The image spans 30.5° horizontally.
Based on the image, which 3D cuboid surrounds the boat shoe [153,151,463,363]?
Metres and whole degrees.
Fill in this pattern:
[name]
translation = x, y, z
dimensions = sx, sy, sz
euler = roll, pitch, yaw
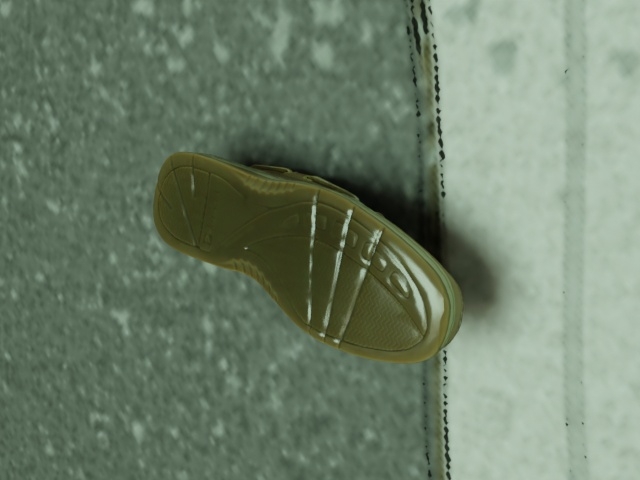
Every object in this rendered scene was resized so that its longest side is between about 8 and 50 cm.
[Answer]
[boat shoe]
translation = 0.000, 0.000, 0.405
dimensions = 0.135, 0.045, 0.050
euler = 30, 112, 37
